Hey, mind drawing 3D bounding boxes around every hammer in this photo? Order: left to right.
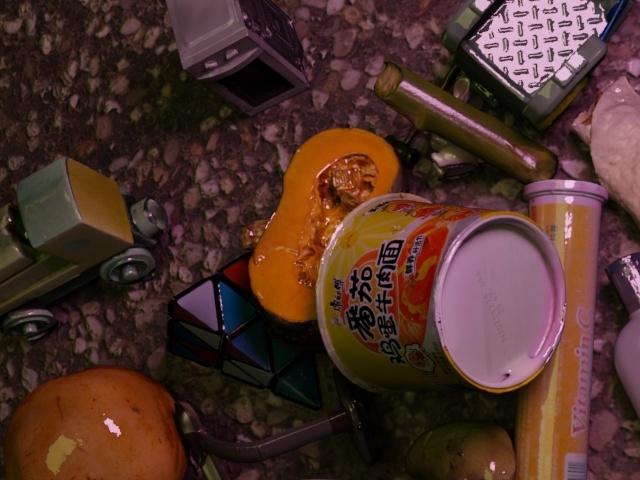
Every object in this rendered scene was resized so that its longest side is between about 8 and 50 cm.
[{"bbox_3d":[0.187,-0.241,1.377,0.058,0.029,0.292,33,91,26],"label":"hammer"}]

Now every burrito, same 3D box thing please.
[{"bbox_3d":[0.448,-0.038,1.173,0.117,0.076,0.392,-44,61,25],"label":"burrito"}]

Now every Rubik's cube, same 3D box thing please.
[{"bbox_3d":[-0.153,0.110,1.425,0.234,0.284,0.250,-26,40,40],"label":"Rubik's cube"}]

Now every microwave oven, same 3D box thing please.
[{"bbox_3d":[-0.122,-0.307,1.434,0.122,0.208,0.162,-23,69,19],"label":"microwave oven"}]

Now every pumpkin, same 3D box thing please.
[{"bbox_3d":[0.000,0.000,1.304,0.221,0.139,0.317,7,65,22],"label":"pumpkin"}]

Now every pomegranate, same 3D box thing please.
[{"bbox_3d":[-0.317,0.310,1.348,0.264,0.264,0.265,-6,75,24],"label":"pomegranate"}]

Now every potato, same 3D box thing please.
[{"bbox_3d":[0.179,0.280,1.191,0.188,0.085,0.105,-16,38,55],"label":"potato"}]

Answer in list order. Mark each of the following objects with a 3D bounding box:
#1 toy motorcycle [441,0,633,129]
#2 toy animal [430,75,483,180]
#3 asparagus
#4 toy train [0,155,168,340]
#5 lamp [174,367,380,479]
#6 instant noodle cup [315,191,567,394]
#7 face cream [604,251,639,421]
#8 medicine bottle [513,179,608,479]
[{"bbox_3d":[0.324,-0.320,1.221,0.191,0.200,0.326,42,92,6],"label":"toy motorcycle"},{"bbox_3d":[0.188,-0.154,1.327,0.085,0.071,0.124,-14,72,23],"label":"toy animal"},{"bbox_3d":[0.195,-0.152,1.260,0.277,0.060,0.067,28,69,-2],"label":"asparagus"},{"bbox_3d":[-0.445,0.021,1.484,0.397,0.253,0.160,-27,66,16],"label":"toy train"},{"bbox_3d":[-0.052,0.301,1.294,0.283,0.203,0.124,-15,26,10],"label":"lamp"},{"bbox_3d":[0.150,0.067,1.125,0.200,0.264,0.265,0,75,58],"label":"instant noodle cup"},{"bbox_3d":[0.431,0.151,1.131,0.144,0.071,0.291,-30,66,26],"label":"face cream"},{"bbox_3d":[0.294,0.142,1.182,0.108,0.108,0.426,2,78,26],"label":"medicine bottle"}]
